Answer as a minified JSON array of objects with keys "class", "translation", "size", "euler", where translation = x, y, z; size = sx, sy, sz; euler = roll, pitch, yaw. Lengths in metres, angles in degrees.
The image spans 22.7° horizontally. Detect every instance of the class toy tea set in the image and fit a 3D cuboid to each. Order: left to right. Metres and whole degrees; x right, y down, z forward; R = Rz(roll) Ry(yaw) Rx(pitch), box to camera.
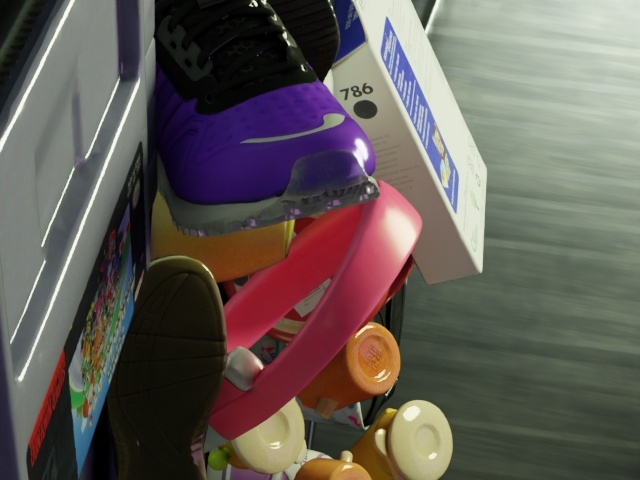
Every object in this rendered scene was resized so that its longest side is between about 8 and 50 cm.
[{"class":"toy tea set","translation":[-0.027,0.209,1.585],"size":[0.336,0.124,0.200],"euler":[-29,100,-39]}]

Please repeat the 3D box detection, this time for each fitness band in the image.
[{"class":"fitness band","translation":[-0.030,0.056,1.195],"size":[0.209,0.054,0.291],"euler":[-54,-169,-30]}]

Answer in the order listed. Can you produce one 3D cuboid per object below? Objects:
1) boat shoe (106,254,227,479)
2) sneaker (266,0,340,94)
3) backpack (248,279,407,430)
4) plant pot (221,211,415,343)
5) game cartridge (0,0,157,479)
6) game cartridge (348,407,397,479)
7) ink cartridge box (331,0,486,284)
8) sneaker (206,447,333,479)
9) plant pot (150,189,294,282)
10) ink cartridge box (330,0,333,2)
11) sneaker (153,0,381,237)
[{"class":"boat shoe","translation":[-0.110,0.110,1.075],"size":[0.073,0.080,0.223],"euler":[-133,-137,-66]},{"class":"sneaker","translation":[-0.050,-0.164,1.254],"size":[0.330,0.122,0.146],"euler":[84,-5,-67]},{"class":"backpack","translation":[0.010,0.083,1.794],"size":[0.225,0.191,0.253],"euler":[-49,139,-74]},{"class":"plant pot","translation":[0.000,0.000,1.557],"size":[0.174,0.191,0.191],"euler":[-61,158,-71]},{"class":"game cartridge","translation":[-0.128,0.002,0.713],"size":[0.355,0.068,0.230],"euler":[-78,170,-49]},{"class":"game cartridge","translation":[0.027,0.387,1.718],"size":[0.323,0.053,0.285],"euler":[-53,-149,29]},{"class":"ink cartridge box","translation":[0.072,-0.131,1.482],"size":[0.165,0.065,0.332],"euler":[-79,150,-48]},{"class":"sneaker","translation":[-0.041,0.315,1.731],"size":[0.282,0.161,0.102],"euler":[94,4,-53]},{"class":"plant pot","translation":[-0.068,-0.025,1.205],"size":[0.134,0.095,0.134],"euler":[6,90,-86]},{"class":"ink cartridge box","translation":[-0.019,-0.334,1.371],"size":[0.219,0.093,0.160],"euler":[92,7,-59]},{"class":"sneaker","translation":[-0.057,-0.095,0.913],"size":[0.293,0.102,0.146],"euler":[-149,-132,-67]}]
